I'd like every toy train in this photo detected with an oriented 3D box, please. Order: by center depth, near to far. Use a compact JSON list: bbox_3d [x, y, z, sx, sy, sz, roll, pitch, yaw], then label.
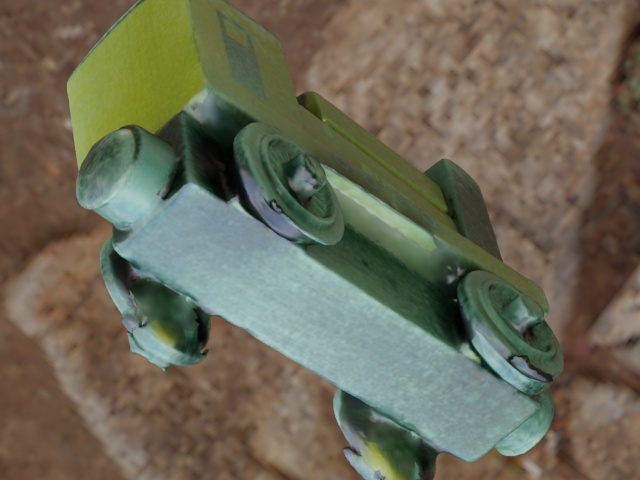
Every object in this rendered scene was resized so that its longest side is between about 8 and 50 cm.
[{"bbox_3d":[0.000,0.000,1.326,0.397,0.160,0.253,33,-153,-33],"label":"toy train"}]
